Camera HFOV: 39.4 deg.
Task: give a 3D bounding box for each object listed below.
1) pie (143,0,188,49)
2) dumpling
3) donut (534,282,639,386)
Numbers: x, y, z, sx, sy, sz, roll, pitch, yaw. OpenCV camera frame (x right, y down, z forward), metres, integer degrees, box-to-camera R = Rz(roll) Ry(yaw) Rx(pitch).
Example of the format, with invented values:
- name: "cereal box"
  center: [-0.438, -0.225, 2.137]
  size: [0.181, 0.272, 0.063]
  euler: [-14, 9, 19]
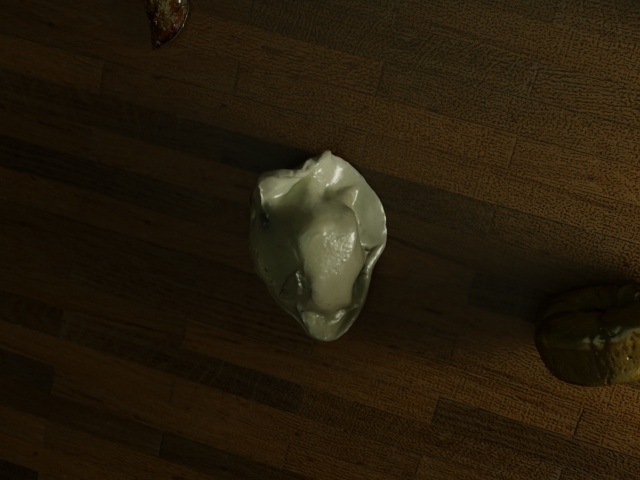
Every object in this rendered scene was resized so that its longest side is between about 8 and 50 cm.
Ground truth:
- name: "pie"
  center: [-0.278, -0.436, 1.560]
  size: [0.088, 0.033, 0.191]
  euler: [-10, 101, 11]
- name: "dumpling"
  center: [0.000, 0.000, 1.564]
  size: [0.243, 0.187, 0.318]
  euler: [-28, 108, -22]
- name: "donut"
  center: [0.480, 0.148, 1.447]
  size: [0.261, 0.208, 0.128]
  euler: [-14, 101, 20]
